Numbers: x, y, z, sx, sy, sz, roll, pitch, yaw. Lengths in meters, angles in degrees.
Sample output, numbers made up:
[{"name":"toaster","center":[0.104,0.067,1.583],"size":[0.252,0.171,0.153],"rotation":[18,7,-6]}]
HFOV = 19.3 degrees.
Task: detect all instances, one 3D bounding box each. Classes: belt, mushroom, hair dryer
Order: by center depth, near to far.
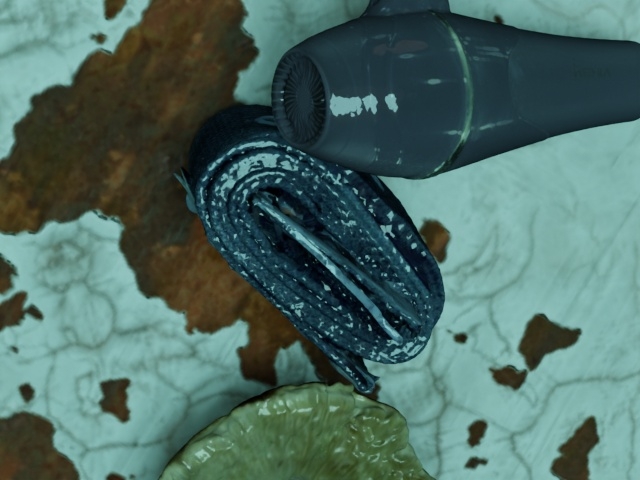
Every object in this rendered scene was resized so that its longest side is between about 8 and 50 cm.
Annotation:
[{"name":"hair dryer","center":[0.100,-0.227,1.322],"size":[0.301,0.121,0.361],"rotation":[-7,95,-34]},{"name":"mushroom","center":[-0.019,0.212,1.337],"size":[0.233,0.302,0.208],"rotation":[-39,83,-2]},{"name":"belt","center":[0.000,0.000,1.356],"size":[0.122,0.128,0.218],"rotation":[-44,108,7]}]
